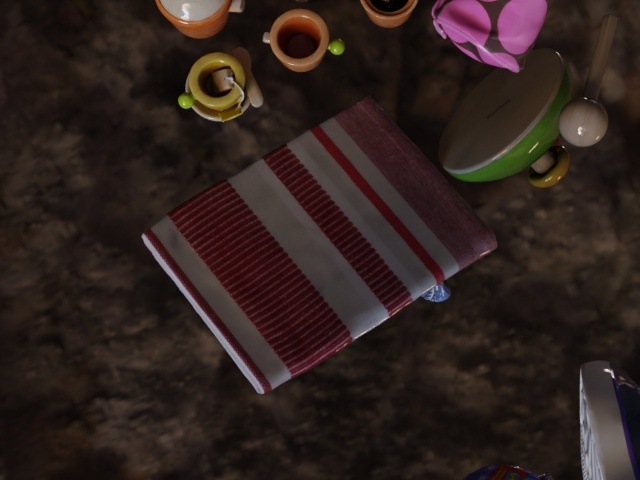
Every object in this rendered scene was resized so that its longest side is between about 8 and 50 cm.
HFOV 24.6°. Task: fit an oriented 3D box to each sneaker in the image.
[{"bbox_3d":[0.370,0.220,1.329,0.323,0.236,0.130,-94,-3,-58],"label":"sneaker"},{"bbox_3d":[0.141,0.024,1.877,0.058,0.052,0.135,-7,-137,-23],"label":"sneaker"}]

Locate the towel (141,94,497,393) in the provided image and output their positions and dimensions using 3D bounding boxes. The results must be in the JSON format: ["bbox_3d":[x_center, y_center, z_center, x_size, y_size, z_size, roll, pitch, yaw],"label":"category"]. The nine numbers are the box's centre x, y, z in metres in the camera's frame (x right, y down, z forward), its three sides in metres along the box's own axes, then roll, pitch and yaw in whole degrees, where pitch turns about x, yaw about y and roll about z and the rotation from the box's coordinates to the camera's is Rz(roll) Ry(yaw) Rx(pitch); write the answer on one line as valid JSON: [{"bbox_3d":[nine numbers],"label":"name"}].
[{"bbox_3d":[0.000,0.000,1.615,0.329,0.037,0.237,-32,-111,-23],"label":"towel"}]

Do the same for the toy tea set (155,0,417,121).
[{"bbox_3d":[-0.046,-0.293,1.774,0.124,0.336,0.200,78,166,-79],"label":"toy tea set"}]

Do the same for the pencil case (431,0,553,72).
[{"bbox_3d":[0.163,-0.249,1.212,0.098,0.209,0.095,24,-171,5],"label":"pencil case"}]

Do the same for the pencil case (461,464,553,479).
[{"bbox_3d":[0.140,0.344,1.470,0.133,0.119,0.306,27,-143,21],"label":"pencil case"}]

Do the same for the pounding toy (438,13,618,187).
[{"bbox_3d":[0.254,-0.124,1.658,0.110,0.237,0.183,41,-130,-24],"label":"pounding toy"}]
